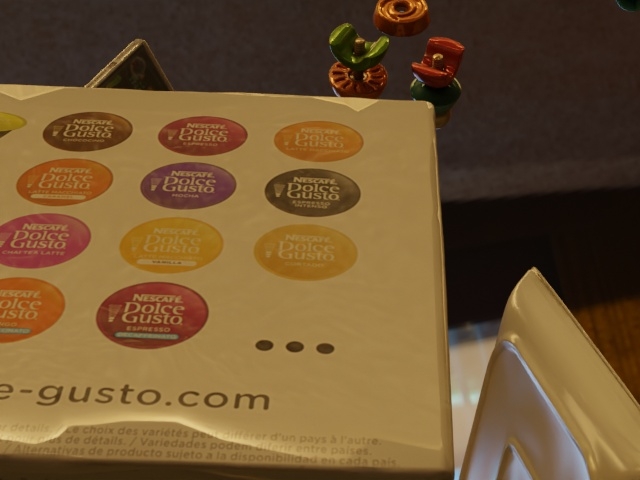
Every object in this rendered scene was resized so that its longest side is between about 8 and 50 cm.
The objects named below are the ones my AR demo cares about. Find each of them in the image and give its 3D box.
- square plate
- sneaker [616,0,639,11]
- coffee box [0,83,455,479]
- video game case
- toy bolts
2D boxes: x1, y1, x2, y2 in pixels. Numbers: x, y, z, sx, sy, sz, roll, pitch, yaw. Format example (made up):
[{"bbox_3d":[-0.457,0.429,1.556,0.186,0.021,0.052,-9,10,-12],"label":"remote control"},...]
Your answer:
[{"bbox_3d":[0.207,0.253,1.228,0.049,0.344,0.347,3,-64,-14],"label":"square plate"},{"bbox_3d":[0.423,-0.428,1.868,0.107,0.110,0.275,-18,-27,29],"label":"sneaker"},{"bbox_3d":[-0.109,0.133,0.727,0.337,0.334,0.338,3,-57,2],"label":"coffee box"},{"bbox_3d":[-0.230,-0.116,1.547,0.022,0.173,0.190,16,-35,43],"label":"video game case"},{"bbox_3d":[0.150,-0.296,2.226,0.228,0.218,0.158,26,-37,22],"label":"toy bolts"}]
